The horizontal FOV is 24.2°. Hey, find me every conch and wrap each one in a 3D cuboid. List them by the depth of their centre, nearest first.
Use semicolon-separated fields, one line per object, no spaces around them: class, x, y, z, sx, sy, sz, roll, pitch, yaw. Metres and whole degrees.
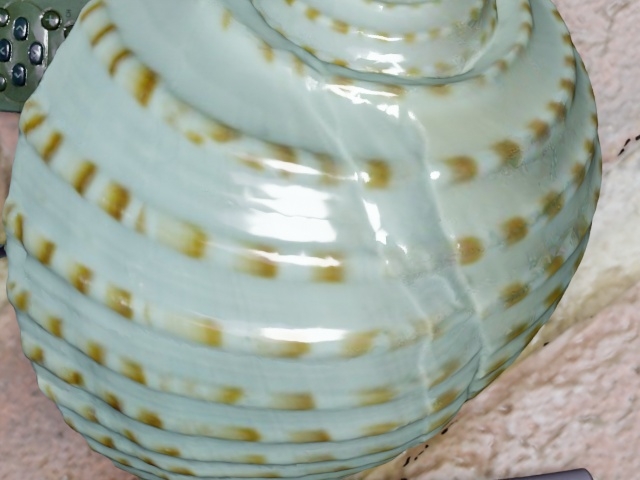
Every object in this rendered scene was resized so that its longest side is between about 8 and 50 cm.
conch;0.010;0.000;0.750;0.303;0.215;0.319;-22;116;-35

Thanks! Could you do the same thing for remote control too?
remote control;-0.141;-0.107;0.864;0.221;0.042;0.072;6;99;6

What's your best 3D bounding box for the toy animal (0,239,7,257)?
toy animal;-0.168;-0.016;0.877;0.252;0.070;0.079;-4;63;18

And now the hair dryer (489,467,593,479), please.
hair dryer;0.036;0.306;0.894;0.301;0.121;0.361;-11;106;-1
